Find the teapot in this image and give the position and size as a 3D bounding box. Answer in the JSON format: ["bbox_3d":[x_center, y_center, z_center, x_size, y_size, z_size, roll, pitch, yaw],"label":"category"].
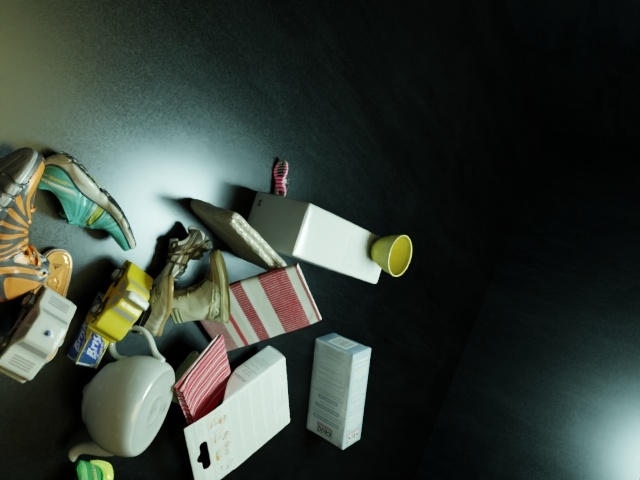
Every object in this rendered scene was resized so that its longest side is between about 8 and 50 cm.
[{"bbox_3d":[-0.486,0.382,1.255,0.256,0.186,0.253,-62,167,-55],"label":"teapot"}]

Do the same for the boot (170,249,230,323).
[{"bbox_3d":[-0.327,0.128,1.363,0.164,0.077,0.214,-2,115,-3],"label":"boot"}]

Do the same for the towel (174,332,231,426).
[{"bbox_3d":[-0.324,0.410,1.471,0.199,0.031,0.275,-53,157,-37],"label":"towel"}]

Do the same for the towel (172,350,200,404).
[{"bbox_3d":[-0.380,0.403,1.493,0.148,0.027,0.110,-56,137,-21],"label":"towel"}]

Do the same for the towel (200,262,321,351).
[{"bbox_3d":[-0.184,0.195,1.485,0.328,0.037,0.237,-18,127,4],"label":"towel"}]

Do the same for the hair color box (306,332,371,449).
[{"bbox_3d":[0.066,0.560,1.934,0.113,0.185,0.375,-7,107,-49],"label":"hair color box"}]

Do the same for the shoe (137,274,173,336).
[{"bbox_3d":[-0.414,0.170,1.297,0.058,0.077,0.219,7,130,-27],"label":"shoe"}]

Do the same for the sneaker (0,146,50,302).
[{"bbox_3d":[-0.613,-0.020,1.035,0.321,0.124,0.180,-57,142,-3],"label":"sneaker"}]

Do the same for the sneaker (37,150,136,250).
[{"bbox_3d":[-0.518,-0.072,1.149,0.110,0.107,0.275,-40,127,-9],"label":"sneaker"}]

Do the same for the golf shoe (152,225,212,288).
[{"bbox_3d":[-0.381,0.045,1.355,0.198,0.077,0.094,-46,104,-18],"label":"golf shoe"}]

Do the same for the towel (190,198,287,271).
[{"bbox_3d":[-0.219,-0.009,1.421,0.049,0.187,0.282,-57,138,-18],"label":"towel"}]

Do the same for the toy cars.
[{"bbox_3d":[-0.505,0.163,1.116,0.393,0.087,0.177,-22,104,-54],"label":"toy cars"}]

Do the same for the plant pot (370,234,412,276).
[{"bbox_3d":[0.219,0.040,1.661,0.134,0.095,0.135,-18,114,-46],"label":"plant pot"}]

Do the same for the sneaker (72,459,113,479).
[{"bbox_3d":[-0.629,0.669,1.253,0.123,0.109,0.296,35,75,-26],"label":"sneaker"}]

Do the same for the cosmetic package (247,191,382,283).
[{"bbox_3d":[0.000,0.000,1.646,0.453,0.229,0.162,22,85,-49],"label":"cosmetic package"}]

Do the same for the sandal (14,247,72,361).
[{"bbox_3d":[-0.595,0.151,1.124,0.101,0.076,0.266,8,96,-50],"label":"sandal"}]

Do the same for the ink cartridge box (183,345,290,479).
[{"bbox_3d":[-0.264,0.556,1.609,0.384,0.091,0.309,-28,130,-38],"label":"ink cartridge box"}]

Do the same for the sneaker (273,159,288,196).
[{"bbox_3d":[-0.117,-0.192,1.602,0.057,0.047,0.120,-24,123,-68],"label":"sneaker"}]

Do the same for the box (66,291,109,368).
[{"bbox_3d":[-0.535,0.215,1.233,0.059,0.054,0.169,34,75,-48],"label":"box"}]
